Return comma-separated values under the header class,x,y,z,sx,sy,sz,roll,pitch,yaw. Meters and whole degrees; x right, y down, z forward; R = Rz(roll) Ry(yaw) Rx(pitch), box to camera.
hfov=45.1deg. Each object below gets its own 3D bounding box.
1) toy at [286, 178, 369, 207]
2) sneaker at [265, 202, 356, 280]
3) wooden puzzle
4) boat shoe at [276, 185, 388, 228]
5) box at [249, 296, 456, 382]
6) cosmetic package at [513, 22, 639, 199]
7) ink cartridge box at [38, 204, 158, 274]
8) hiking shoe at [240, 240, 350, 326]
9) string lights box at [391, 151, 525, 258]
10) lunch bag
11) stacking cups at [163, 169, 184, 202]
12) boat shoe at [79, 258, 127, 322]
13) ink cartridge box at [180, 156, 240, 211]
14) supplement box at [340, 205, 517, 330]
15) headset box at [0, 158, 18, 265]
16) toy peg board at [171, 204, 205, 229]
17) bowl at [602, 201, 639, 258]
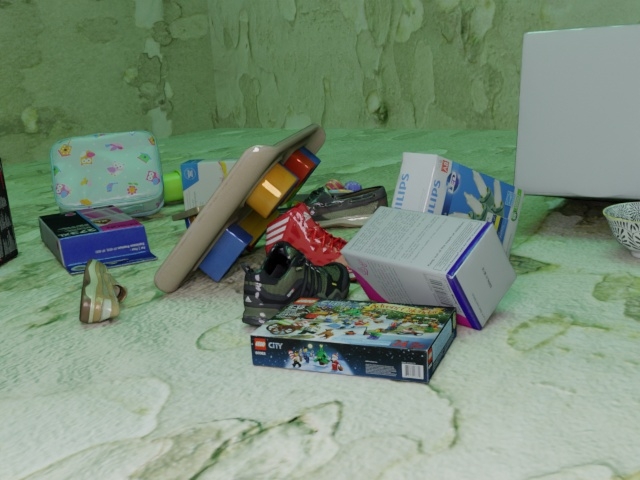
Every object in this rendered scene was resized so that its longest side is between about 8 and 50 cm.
class,x,y,z,sx,sy,sz,roll,pitch,yaw
toy,0.032,-0.112,1.836,0.238,0.056,0.137,-5,-14,14
sneaker,0.000,0.000,1.344,0.221,0.127,0.087,-1,15,16
wooden puzzle,-0.119,-0.054,1.392,0.080,0.322,0.348,41,21,4
boat shoe,0.012,-0.077,1.719,0.286,0.092,0.103,-3,12,-1
box,0.047,0.124,1.010,0.233,0.044,0.159,2,15,22
cosmetic package,0.625,-0.242,1.598,0.330,0.327,0.394,5,4,31
ink cartridge box,-0.486,-0.008,1.656,0.176,0.069,0.371,-11,18,-26
hiking shoe,-0.030,0.053,1.171,0.086,0.114,0.227,7,18,36
string lights box,0.234,-0.054,1.313,0.260,0.133,0.077,13,-1,-43
lunch bag,-0.541,-0.155,1.955,0.279,0.223,0.108,-9,-20,-12
stacking cups,-0.465,-0.125,2.084,0.316,0.095,0.096,-17,19,-30
boat shoe,-0.352,0.085,1.257,0.072,0.068,0.190,5,21,-16
ink cartridge box,-0.227,-0.139,1.951,0.231,0.134,0.078,-2,13,9
supplement box,0.154,0.035,1.129,0.220,0.111,0.114,11,52,47
headset box,-0.711,-0.034,1.486,0.110,0.217,0.293,-4,14,3
toy peg board,-0.224,-0.040,1.718,0.161,0.079,0.161,-12,0,-31
bowl,0.580,-0.013,1.343,0.170,0.080,0.170,-3,14,1
